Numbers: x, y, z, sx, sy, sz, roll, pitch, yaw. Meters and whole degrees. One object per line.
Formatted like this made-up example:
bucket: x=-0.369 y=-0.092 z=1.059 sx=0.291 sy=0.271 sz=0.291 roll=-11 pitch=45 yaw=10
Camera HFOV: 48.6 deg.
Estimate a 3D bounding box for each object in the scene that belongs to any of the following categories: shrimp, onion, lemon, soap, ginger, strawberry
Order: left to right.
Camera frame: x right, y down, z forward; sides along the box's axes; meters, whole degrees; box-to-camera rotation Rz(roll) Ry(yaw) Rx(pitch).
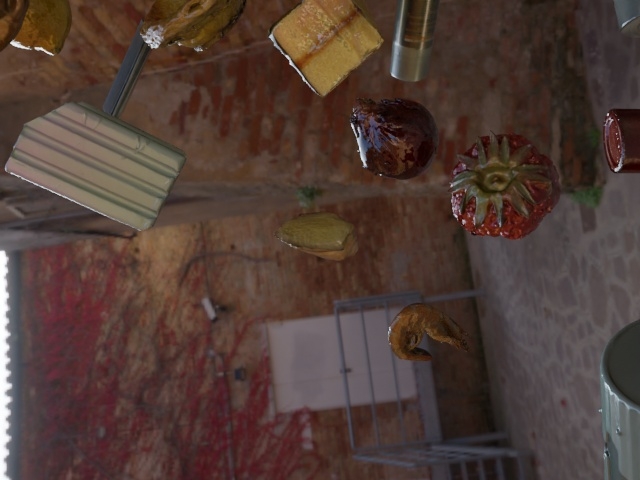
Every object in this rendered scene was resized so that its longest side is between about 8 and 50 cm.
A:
lemon: x=-0.671 y=-0.534 z=1.612 sx=0.244 sy=0.187 sz=0.187 roll=52 pitch=-164 yaw=-21
soap: x=-0.422 y=-0.152 z=1.359 sx=0.172 sy=0.290 sz=0.095 roll=-62 pitch=18 yaw=9
ginger: x=-0.004 y=-0.002 z=1.640 sx=0.115 sy=0.193 sz=0.122 roll=-68 pitch=-30 yaw=-23
onion: x=0.200 y=-0.274 z=1.925 sx=0.221 sy=0.281 sz=0.281 roll=-60 pitch=-2 yaw=4
shrimp: x=0.169 y=0.155 z=1.083 sx=0.162 sy=0.095 sz=0.045 roll=33 pitch=178 yaw=-31
strawberry: x=0.478 y=-0.117 z=1.832 sx=0.343 sy=0.292 sz=0.292 roll=32 pitch=-132 yaw=-63

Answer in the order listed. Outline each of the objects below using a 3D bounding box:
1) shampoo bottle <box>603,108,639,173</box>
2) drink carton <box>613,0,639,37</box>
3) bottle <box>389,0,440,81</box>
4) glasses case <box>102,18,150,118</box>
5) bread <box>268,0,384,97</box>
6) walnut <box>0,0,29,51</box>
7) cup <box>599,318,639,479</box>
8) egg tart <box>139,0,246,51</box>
shampoo bottle: x=0.559 y=-0.145 z=1.046 sx=0.064 sy=0.260 sz=0.102 roll=96 pitch=175 yaw=-69
drink carton: x=0.607 y=-0.488 z=1.293 sx=0.191 sy=0.186 sz=0.189 roll=-23 pitch=70 yaw=62
bottle: x=0.187 y=-0.450 z=1.364 sx=0.082 sy=0.082 sz=0.286 roll=-92 pitch=5 yaw=-51
glasses case: x=-0.501 y=-0.446 z=1.863 sx=0.266 sy=0.056 sz=0.105 roll=-58 pitch=16 yaw=21
bread: x=0.030 y=-0.415 z=1.396 sx=0.163 sy=0.168 sz=0.264 roll=49 pitch=-156 yaw=-11
walnut: x=-0.678 y=-0.454 z=1.335 sx=0.224 sy=0.257 sz=0.256 roll=-82 pitch=-17 yaw=-77
cup: x=0.561 y=0.322 z=1.107 sx=0.401 sy=0.310 sz=0.392 roll=25 pitch=139 yaw=56
egg tart: x=-0.253 y=-0.500 z=1.510 sx=0.123 sy=0.294 sz=0.294 roll=45 pitch=-153 yaw=-35
